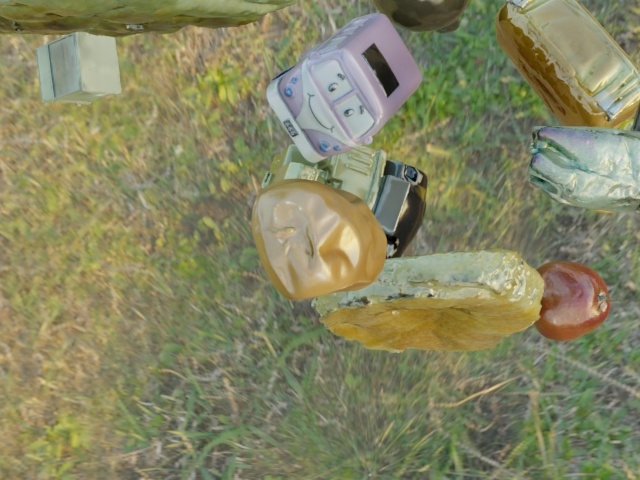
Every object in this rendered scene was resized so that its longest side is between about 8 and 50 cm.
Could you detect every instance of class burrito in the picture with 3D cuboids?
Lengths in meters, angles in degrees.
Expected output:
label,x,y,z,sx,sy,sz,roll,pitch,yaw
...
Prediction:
label,x,y,z,sx,sy,sz,roll,pitch,yaw
burrito,0.352,-0.072,1.134,0.309,0.066,0.096,4,105,-22

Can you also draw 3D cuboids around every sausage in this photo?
label,x,y,z,sx,sy,sz,roll,pitch,yaw
sausage,0.001,0.000,1.169,0.120,0.241,0.136,-16,81,15

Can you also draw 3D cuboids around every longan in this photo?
label,x,y,z,sx,sy,sz,roll,pitch,yaw
longan,0.151,-0.391,1.562,0.159,0.204,0.185,-27,38,15

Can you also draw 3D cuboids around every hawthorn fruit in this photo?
label,x,y,z,sx,sy,sz,roll,pitch,yaw
hawthorn fruit,0.376,0.084,1.574,0.140,0.125,0.125,-44,76,31

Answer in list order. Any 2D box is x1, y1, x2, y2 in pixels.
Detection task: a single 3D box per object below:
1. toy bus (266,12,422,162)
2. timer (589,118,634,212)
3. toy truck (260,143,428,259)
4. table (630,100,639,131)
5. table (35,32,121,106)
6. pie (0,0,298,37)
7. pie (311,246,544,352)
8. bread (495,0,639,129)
label,x,y,z,sx,sy,sz,roll,pitch,yaw
toy bus,0.034,-0.211,1.433,0.142,0.202,0.142,-21,108,37
timer,0.357,-0.101,1.319,0.107,0.109,0.107,-2,55,3
toy truck,0.013,-0.069,1.807,0.254,0.405,0.180,23,84,-16
table,0.399,-0.147,1.200,0.070,0.083,0.082,24,37,22
table,-0.301,-0.212,1.301,0.083,0.062,0.079,-10,86,39
pie,-0.167,-0.166,0.667,0.306,0.306,0.071,0,96,3
pie,0.154,0.093,1.494,0.339,0.339,0.083,-3,69,2
bread,0.350,-0.257,1.500,0.107,0.136,0.241,-33,74,-7
